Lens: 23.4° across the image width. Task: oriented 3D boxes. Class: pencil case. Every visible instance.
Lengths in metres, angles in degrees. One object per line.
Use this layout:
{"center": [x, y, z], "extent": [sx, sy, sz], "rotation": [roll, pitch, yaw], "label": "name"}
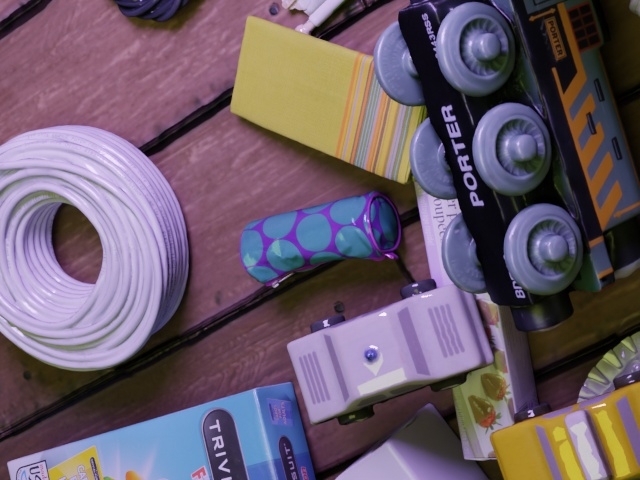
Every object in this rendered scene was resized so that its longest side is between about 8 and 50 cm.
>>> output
{"center": [0.000, 0.000, 1.500], "extent": [0.151, 0.064, 0.070], "rotation": [-15, 81, 28], "label": "pencil case"}

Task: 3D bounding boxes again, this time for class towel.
{"center": [0.008, -0.135, 1.448], "extent": [0.237, 0.021, 0.102], "rotation": [25, 109, 38], "label": "towel"}

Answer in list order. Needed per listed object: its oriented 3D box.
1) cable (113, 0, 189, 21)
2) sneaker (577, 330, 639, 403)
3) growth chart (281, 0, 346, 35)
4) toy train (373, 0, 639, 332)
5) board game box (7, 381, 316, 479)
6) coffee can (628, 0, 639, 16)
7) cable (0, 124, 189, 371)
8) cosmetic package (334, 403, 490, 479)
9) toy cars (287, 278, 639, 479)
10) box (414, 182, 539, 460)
{"center": [-0.181, -0.309, 1.517], "extent": [0.150, 0.047, 0.184], "rotation": [-35, 95, 35], "label": "cable"}
{"center": [0.272, 0.175, 1.411], "extent": [0.090, 0.095, 0.235], "rotation": [34, 96, 20], "label": "sneaker"}
{"center": [-0.021, -0.330, 1.447], "extent": [0.172, 0.021, 0.237], "rotation": [-34, 88, 28], "label": "growth chart"}
{"center": [0.178, -0.095, 1.323], "extent": [0.142, 0.190, 0.334], "rotation": [-4, 108, 61], "label": "toy train"}
{"center": [-0.155, 0.313, 1.616], "extent": [0.336, 0.079, 0.254], "rotation": [-19, 81, 28], "label": "board game box"}
{"center": [0.406, -0.164, 1.185], "extent": [0.275, 0.201, 0.201], "rotation": [43, 117, 10], "label": "coffee can"}
{"center": [-0.260, 0.008, 1.613], "extent": [0.257, 0.089, 0.257], "rotation": [-15, 97, 27], "label": "cable"}
{"center": [0.128, 0.285, 1.485], "extent": [0.085, 0.117, 0.231], "rotation": [-41, 83, 28], "label": "cosmetic package"}
{"center": [0.144, 0.139, 1.359], "extent": [0.393, 0.087, 0.176], "rotation": [21, 93, 19], "label": "toy cars"}
{"center": [0.146, 0.044, 1.442], "extent": [0.063, 0.067, 0.324], "rotation": [-6, 102, 27], "label": "box"}
